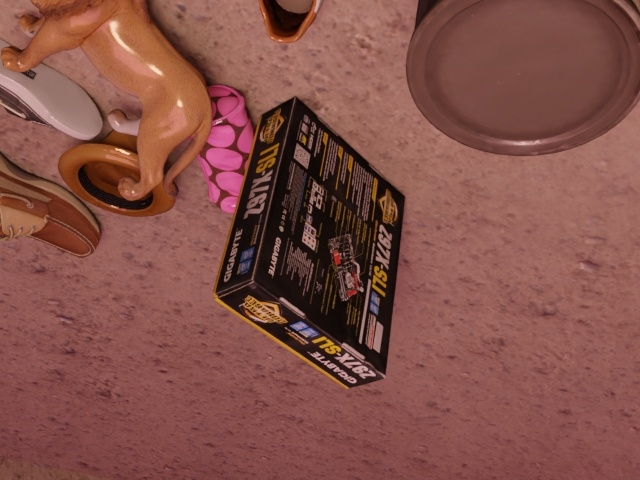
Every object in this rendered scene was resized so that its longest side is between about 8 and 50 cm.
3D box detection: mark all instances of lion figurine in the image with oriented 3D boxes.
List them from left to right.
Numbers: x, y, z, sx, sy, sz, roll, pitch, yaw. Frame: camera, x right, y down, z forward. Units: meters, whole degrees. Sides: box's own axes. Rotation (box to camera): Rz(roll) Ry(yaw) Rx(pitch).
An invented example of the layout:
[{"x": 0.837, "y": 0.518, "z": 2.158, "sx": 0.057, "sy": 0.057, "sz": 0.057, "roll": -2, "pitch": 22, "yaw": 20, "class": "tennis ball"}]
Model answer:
[{"x": -0.236, "y": -0.226, "z": 1.004, "sx": 0.240, "sy": 0.142, "sz": 0.392, "roll": -24, "pitch": 126, "yaw": 30, "class": "lion figurine"}]

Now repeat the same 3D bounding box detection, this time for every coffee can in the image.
[{"x": 0.195, "y": -0.247, "z": 0.769, "sx": 0.201, "sy": 0.275, "sz": 0.201, "roll": 8, "pitch": 144, "yaw": 6, "class": "coffee can"}]

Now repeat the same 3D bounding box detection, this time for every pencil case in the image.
[{"x": -0.138, "y": -0.125, "z": 1.183, "sx": 0.098, "sy": 0.095, "sz": 0.209, "roll": -26, "pitch": 140, "yaw": -9, "class": "pencil case"}]

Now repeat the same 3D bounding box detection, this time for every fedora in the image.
[{"x": -0.304, "y": -0.110, "z": 1.255, "sx": 0.194, "sy": 0.079, "sz": 0.194, "roll": 8, "pitch": 152, "yaw": 4, "class": "fedora"}]

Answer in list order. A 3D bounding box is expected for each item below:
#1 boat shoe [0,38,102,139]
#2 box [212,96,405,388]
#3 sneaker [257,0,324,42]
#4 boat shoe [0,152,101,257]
[{"x": -0.414, "y": -0.210, "z": 1.159, "sx": 0.219, "sy": 0.078, "sz": 0.070, "roll": 36, "pitch": 137, "yaw": -18, "class": "boat shoe"}, {"x": 0.000, "y": 0.000, "z": 1.117, "sx": 0.079, "sy": 0.322, "sz": 0.257, "roll": -22, "pitch": 133, "yaw": 35, "class": "box"}, {"x": -0.027, "y": -0.332, "z": 0.847, "sx": 0.105, "sy": 0.123, "sz": 0.290, "roll": 7, "pitch": 143, "yaw": 9, "class": "sneaker"}, {"x": -0.522, "y": -0.054, "z": 1.355, "sx": 0.324, "sy": 0.120, "sz": 0.122, "roll": 36, "pitch": 138, "yaw": -30, "class": "boat shoe"}]
